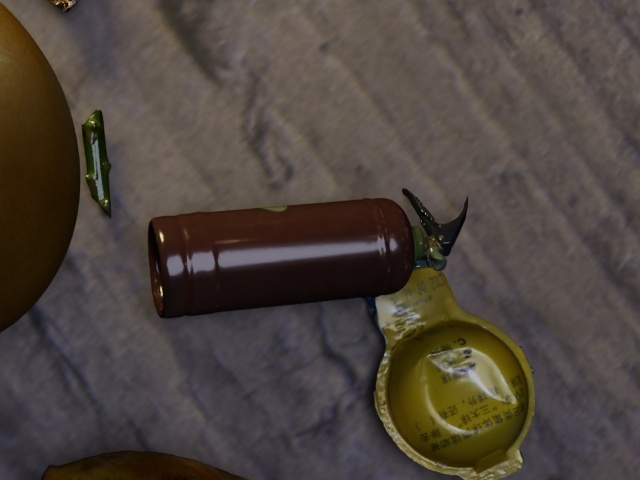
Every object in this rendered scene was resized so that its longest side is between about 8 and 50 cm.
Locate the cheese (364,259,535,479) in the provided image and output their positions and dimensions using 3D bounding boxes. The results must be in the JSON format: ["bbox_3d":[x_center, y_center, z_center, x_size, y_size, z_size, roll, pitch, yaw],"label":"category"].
[{"bbox_3d":[0.126,0.126,1.444,0.177,0.069,0.270,-24,81,-17],"label":"cheese"}]

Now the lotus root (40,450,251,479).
[{"bbox_3d":[-0.142,0.302,1.304,0.291,0.193,0.193,24,79,-17],"label":"lotus root"}]

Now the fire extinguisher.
[{"bbox_3d":[0.000,0.000,1.402,0.344,0.138,0.102,-6,131,-15],"label":"fire extinguisher"}]

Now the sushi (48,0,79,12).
[{"bbox_3d":[-0.256,-0.283,1.365,0.062,0.060,0.118,-21,91,-13],"label":"sushi"}]

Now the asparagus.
[{"bbox_3d":[-0.221,-0.075,1.375,0.021,0.025,0.108,-7,89,25],"label":"asparagus"}]

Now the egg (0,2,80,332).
[{"bbox_3d":[-0.354,-0.074,1.203,0.283,0.282,0.351,-11,78,-18],"label":"egg"}]
